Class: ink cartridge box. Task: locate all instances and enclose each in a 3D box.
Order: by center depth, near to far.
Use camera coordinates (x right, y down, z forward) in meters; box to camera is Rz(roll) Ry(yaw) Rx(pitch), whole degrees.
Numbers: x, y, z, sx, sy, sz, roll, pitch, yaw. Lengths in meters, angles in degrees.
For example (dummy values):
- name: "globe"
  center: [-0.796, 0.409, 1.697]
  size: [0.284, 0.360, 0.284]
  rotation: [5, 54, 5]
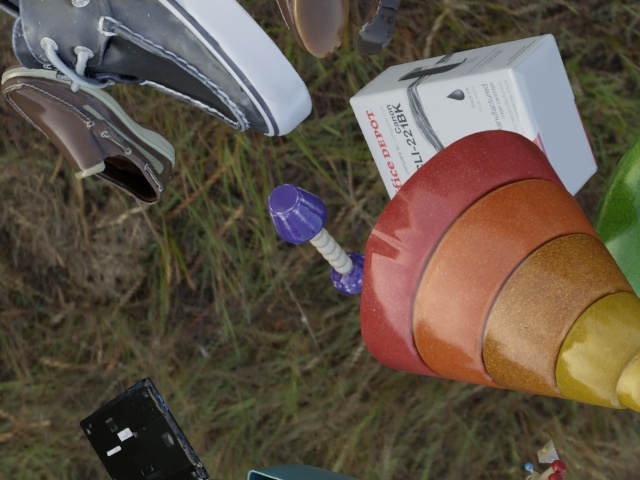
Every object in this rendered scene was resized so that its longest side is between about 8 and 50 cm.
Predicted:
- name: "ink cartridge box"
  center: [0.198, -0.143, 1.386]
  size: [0.114, 0.273, 0.197]
  rotation: [-41, 115, -38]

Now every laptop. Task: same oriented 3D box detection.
- name: "laptop"
  center: [-0.203, 0.328, 1.576]
  size: [0.137, 0.264, 0.234]
  rotation: [-29, 175, -45]

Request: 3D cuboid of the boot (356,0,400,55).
- name: "boot"
  center: [0.078, -0.286, 1.219]
  size: [0.037, 0.114, 0.106]
  rotation: [21, 136, -10]

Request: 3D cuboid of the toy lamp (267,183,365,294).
- name: "toy lamp"
  center: [0.000, 0.000, 1.495]
  size: [0.080, 0.080, 0.274]
  rotation: [-34, 146, 5]

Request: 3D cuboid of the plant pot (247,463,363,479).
- name: "plant pot"
  center: [-0.013, 0.501, 1.907]
  size: [0.234, 0.166, 0.165]
  rotation: [4, 96, -62]

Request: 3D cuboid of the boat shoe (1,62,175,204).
- name: "boat shoe"
  center: [-0.277, -0.122, 1.271]
  size: [0.095, 0.095, 0.257]
  rotation: [-19, 146, 37]

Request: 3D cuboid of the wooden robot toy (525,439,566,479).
- name: "wooden robot toy"
  center: [0.320, 0.355, 1.417]
  size: [0.079, 0.173, 0.076]
  rotation: [39, 130, -7]

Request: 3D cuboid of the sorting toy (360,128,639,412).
- name: "sorting toy"
  center: [0.199, 0.009, 0.494]
  size: [0.366, 0.126, 0.127]
  rotation: [-12, 122, -32]

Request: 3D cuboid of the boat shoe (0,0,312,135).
- name: "boat shoe"
  center: [-0.144, -0.141, 0.648]
  size: [0.102, 0.301, 0.108]
  rotation: [-50, 168, -12]

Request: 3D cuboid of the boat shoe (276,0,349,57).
- name: "boat shoe"
  center: [-0.024, -0.289, 1.072]
  size: [0.073, 0.073, 0.207]
  rotation: [-34, 133, -26]
